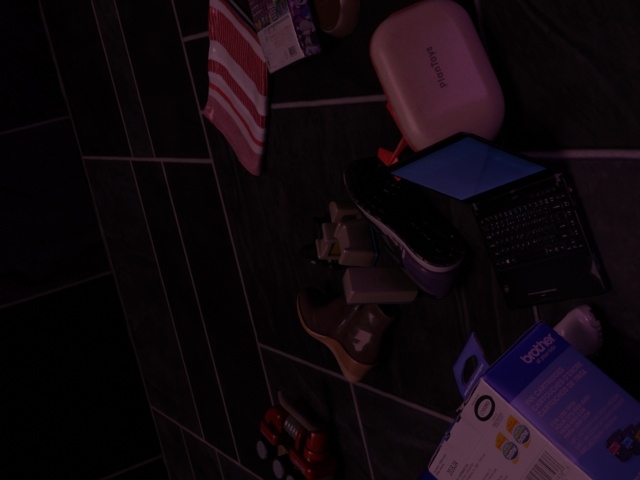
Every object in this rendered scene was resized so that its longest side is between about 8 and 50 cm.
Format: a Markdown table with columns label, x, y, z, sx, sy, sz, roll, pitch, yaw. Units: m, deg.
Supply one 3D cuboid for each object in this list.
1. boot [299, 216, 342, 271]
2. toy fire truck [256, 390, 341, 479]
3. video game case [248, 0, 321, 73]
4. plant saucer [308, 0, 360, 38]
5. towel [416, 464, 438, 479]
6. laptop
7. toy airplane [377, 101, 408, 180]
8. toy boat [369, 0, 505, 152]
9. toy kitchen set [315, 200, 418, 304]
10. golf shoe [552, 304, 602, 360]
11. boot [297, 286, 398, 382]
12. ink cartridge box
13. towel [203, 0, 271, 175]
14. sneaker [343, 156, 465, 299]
| label | x | y | z | sx | sy | sz | roll | pitch | yaw |
| --- | --- | --- | --- | --- | --- | --- | --- | --- | --- |
| boot | -0.001 | 0.000 | 2.089 | 0.121 | 0.045 | 0.099 | 25 | 131 | 48 |
| toy fire truck | -0.057 | 0.421 | 2.394 | 0.217 | 0.158 | 0.246 | 39 | 128 | 50 |
| video game case | -0.075 | -0.418 | 1.923 | 0.232 | 0.042 | 0.210 | -177 | 70 | -73 |
| plant saucer | 0.010 | -0.421 | 1.800 | 0.168 | 0.029 | 0.168 | 42 | 141 | 47 |
| towel | 0.258 | 0.464 | 1.842 | 0.228 | 0.076 | 0.308 | 59 | 152 | 22 |
| laptop | 0.236 | -0.018 | 1.482 | 0.234 | 0.136 | 0.264 | -21 | 89 | 65 |
| toy airplane | 0.134 | -0.160 | 1.708 | 0.151 | 0.028 | 0.151 | 23 | 119 | 49 |
| toy boat | 0.169 | -0.218 | 1.524 | 0.151 | 0.151 | 0.231 | 34 | -145 | -81 |
| toy kitchen set | 0.078 | 0.045 | 1.920 | 0.166 | 0.122 | 0.207 | 112 | 154 | -55 |
| golf shoe | 0.326 | 0.156 | 1.483 | 0.069 | 0.086 | 0.176 | 60 | 151 | 28 |
| boot | 0.053 | 0.126 | 2.054 | 0.248 | 0.090 | 0.207 | 55 | 138 | 34 |
| ink cartridge box | 0.312 | 0.297 | 1.419 | 0.395 | 0.151 | 0.270 | 41 | 144 | 19 |
| towel | -0.174 | -0.326 | 2.231 | 0.237 | 0.037 | 0.329 | 51 | 148 | 35 |
| sneaker | 0.123 | -0.015 | 1.765 | 0.283 | 0.107 | 0.124 | 53 | 155 | 34 |
